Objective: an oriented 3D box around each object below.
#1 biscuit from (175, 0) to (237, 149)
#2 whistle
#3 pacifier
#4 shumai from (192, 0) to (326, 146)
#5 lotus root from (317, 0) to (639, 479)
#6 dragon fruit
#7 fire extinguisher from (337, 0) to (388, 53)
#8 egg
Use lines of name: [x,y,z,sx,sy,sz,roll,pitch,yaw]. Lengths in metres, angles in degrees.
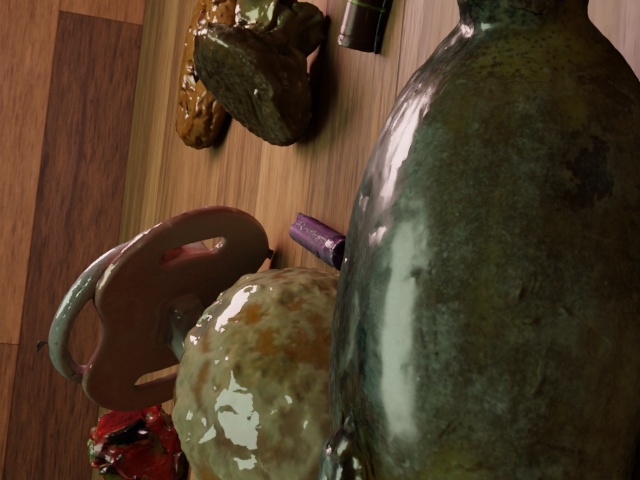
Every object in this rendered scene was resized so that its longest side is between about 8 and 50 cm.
biscuit: [-0.192,-0.297,1.686,0.296,0.075,0.295,-173,90,-73]
whistle: [0.000,0.000,1.015,0.176,0.033,0.033,-146,64,-71]
pacifier: [-0.164,0.105,1.223,0.220,0.273,0.332,-61,-8,-51]
shumai: [-0.057,-0.209,1.142,0.153,0.161,0.209,-58,-20,-12]
lotus root: [0.092,0.021,0.510,0.175,0.175,0.349,-179,99,-73]
dragon fruit: [-0.295,0.356,1.627,0.160,0.166,0.172,-5,113,35]
fire extinguisher: [0.048,-0.245,0.947,0.056,0.039,0.132,29,114,37]
egg: [-0.008,0.122,0.729,0.233,0.195,0.195,63,145,40]
